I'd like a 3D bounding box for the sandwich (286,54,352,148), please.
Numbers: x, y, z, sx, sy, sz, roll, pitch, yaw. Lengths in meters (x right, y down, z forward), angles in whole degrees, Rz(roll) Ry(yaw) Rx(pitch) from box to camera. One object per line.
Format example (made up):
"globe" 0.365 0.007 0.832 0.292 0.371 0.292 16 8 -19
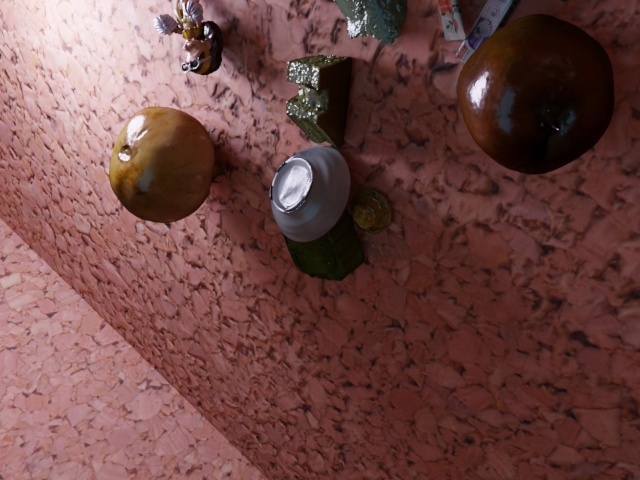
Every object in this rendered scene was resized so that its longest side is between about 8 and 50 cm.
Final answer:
"sandwich" -0.003 -0.322 1.445 0.122 0.128 0.236 27 130 35

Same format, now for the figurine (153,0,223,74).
"figurine" -0.332 -0.554 1.579 0.174 0.115 0.240 -9 104 40

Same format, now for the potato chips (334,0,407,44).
"potato chips" 0.078 -0.522 1.303 0.228 0.059 0.167 21 137 29

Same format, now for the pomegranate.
"pomegranate" -0.440 -0.216 1.764 0.338 0.338 0.338 20 127 29

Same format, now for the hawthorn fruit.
"hawthorn fruit" 0.372 -0.246 1.054 0.267 0.301 0.268 5 118 9

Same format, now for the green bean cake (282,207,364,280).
"green bean cake" 0.000 0.000 1.640 0.200 0.113 0.214 6 127 43

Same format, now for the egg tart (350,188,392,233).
"egg tart" 0.126 -0.071 1.546 0.130 0.052 0.131 18 123 30

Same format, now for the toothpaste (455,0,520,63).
"toothpaste" 0.332 -0.426 1.163 0.047 0.040 0.196 43 135 16

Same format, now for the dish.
"dish" -0.051 -0.131 1.528 0.260 0.085 0.261 -13 69 38

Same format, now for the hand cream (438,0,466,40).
"hand cream" 0.244 -0.509 1.175 0.080 0.050 0.234 -138 31 -66
